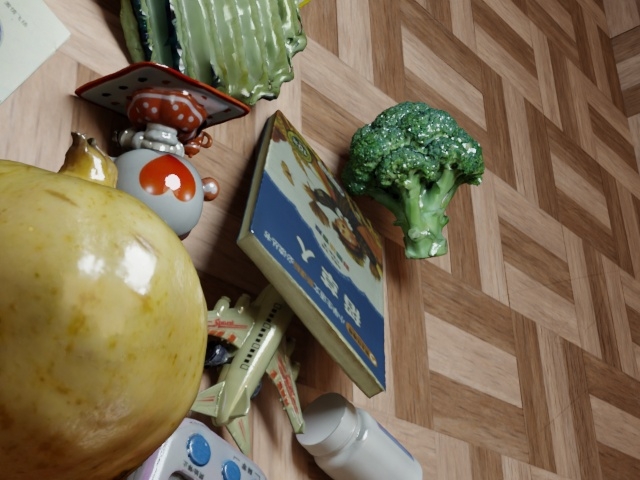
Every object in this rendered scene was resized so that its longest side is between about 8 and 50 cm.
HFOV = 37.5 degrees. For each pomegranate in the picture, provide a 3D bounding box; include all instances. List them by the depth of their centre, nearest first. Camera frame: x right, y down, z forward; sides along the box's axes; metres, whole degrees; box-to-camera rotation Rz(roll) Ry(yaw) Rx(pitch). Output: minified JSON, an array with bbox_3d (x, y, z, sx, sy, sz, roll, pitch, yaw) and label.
[{"bbox_3d":[-0.253,0.061,0.860,0.342,0.343,0.342,30,49,-42],"label":"pomegranate"}]

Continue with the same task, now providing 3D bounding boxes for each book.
[{"bbox_3d":[0.000,0.000,1.386,0.300,0.039,0.428,51,19,-22],"label":"book"}]

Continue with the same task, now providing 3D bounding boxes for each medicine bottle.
[{"bbox_3d":[0.056,0.304,1.343,0.186,0.103,0.102,46,40,-27],"label":"medicine bottle"}]

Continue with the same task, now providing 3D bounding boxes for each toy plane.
[{"bbox_3d":[-0.089,0.143,1.237,0.242,0.104,0.256,45,40,-26],"label":"toy plane"}]

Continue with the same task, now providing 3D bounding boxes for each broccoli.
[{"bbox_3d":[0.169,-0.104,1.606,0.270,0.270,0.270,-4,85,-54],"label":"broccoli"}]

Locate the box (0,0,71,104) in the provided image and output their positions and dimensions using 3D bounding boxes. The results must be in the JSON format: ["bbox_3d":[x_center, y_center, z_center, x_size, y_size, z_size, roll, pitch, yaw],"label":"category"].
[{"bbox_3d":[-0.408,-0.217,1.035,0.164,0.069,0.256,51,38,-23],"label":"box"}]

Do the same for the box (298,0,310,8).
[{"bbox_3d":[-0.114,-0.512,1.571,0.265,0.097,0.168,25,53,-45],"label":"box"}]

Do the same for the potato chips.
[{"bbox_3d":[-0.156,-0.403,1.375,0.358,0.070,0.429,-29,112,-47],"label":"potato chips"}]

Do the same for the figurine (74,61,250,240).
[{"bbox_3d":[-0.204,-0.075,1.183,0.183,0.160,0.226,20,66,-47],"label":"figurine"}]

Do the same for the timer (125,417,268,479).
[{"bbox_3d":[-0.144,0.321,1.094,0.208,0.069,0.190,47,40,-30],"label":"timer"}]
